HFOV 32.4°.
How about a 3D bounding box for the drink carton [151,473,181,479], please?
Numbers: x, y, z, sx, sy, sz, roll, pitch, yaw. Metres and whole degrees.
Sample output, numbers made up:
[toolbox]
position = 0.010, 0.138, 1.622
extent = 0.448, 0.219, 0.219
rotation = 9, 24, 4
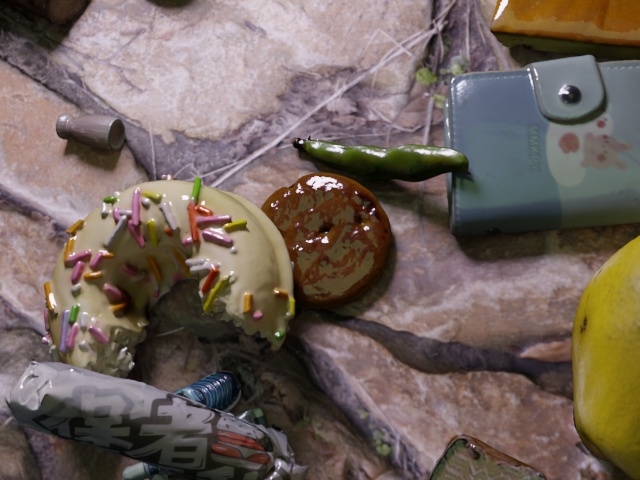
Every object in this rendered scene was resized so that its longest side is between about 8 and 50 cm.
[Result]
[drink carton]
position = -0.131, 0.438, 1.461
extent = 0.271, 0.108, 0.161
rotation = 23, 79, 18

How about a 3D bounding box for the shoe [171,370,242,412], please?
[shoe]
position = -0.179, 0.229, 1.560
extent = 0.143, 0.071, 0.063
rotation = -29, 69, -2

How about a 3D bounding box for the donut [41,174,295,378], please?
[donut]
position = -0.228, 0.056, 1.570
extent = 0.371, 0.150, 0.307
rotation = -21, 66, 13

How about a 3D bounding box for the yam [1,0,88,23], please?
[yam]
position = -0.521, -0.462, 1.830
extent = 0.280, 0.131, 0.131
rotation = 26, 80, 18

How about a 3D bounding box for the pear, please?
[pear]
position = 0.484, 0.127, 1.383
extent = 0.340, 0.191, 0.386
rotation = 29, 80, 20

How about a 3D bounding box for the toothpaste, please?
[toothpaste]
position = -0.175, 0.298, 1.555
extent = 0.216, 0.037, 0.061
rotation = -21, 69, 1

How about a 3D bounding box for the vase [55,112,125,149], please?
[vase]
position = -0.364, -0.174, 1.740
extent = 0.101, 0.053, 0.053
rotation = 10, 75, 20

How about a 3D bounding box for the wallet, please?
[wallet]
position = 0.353, -0.139, 1.559
extent = 0.361, 0.083, 0.252
rotation = -5, 77, 9

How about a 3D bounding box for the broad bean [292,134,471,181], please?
[broad bean]
position = 0.087, -0.115, 1.608
extent = 0.298, 0.043, 0.060
rotation = 7, 117, 32

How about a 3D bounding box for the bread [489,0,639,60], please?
[bread]
position = 0.439, -0.334, 1.602
extent = 0.362, 0.077, 0.138
rotation = 9, 76, 15

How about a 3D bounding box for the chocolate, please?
[chocolate]
position = 0.193, 0.371, 1.421
extent = 0.148, 0.093, 0.214
rotation = 25, 78, 20

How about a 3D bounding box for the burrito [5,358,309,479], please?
[burrito]
position = -0.194, 0.256, 1.461
extent = 0.446, 0.139, 0.101
rotation = 20, 61, -8

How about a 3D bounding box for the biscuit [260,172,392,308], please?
[biscuit]
position = 0.000, 0.000, 1.612
extent = 0.212, 0.036, 0.212
rotation = -4, 73, 12
